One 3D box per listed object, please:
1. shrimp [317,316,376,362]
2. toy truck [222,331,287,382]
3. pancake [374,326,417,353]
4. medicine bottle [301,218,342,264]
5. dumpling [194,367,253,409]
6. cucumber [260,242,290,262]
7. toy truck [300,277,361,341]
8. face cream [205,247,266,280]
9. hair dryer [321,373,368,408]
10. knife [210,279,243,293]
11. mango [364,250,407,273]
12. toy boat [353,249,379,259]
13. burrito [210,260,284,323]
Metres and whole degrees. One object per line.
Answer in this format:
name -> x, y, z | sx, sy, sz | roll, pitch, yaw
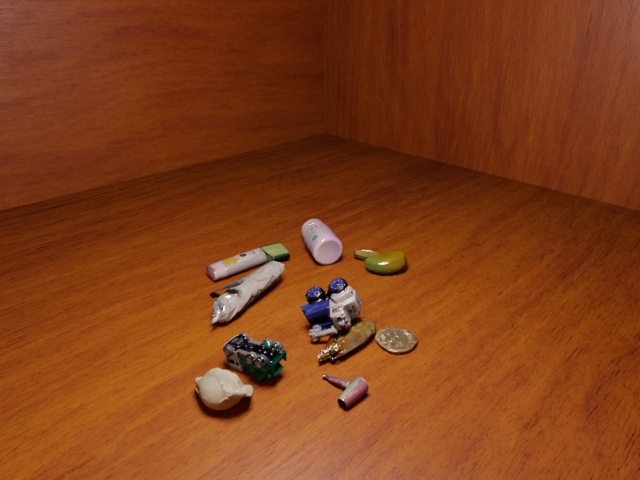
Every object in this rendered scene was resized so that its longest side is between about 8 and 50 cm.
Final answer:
shrimp -> 0.082, 0.352, 1.650 | 0.153, 0.062, 0.294 | 6, 22, 41
toy truck -> -0.215, 0.390, 1.517 | 0.215, 0.117, 0.110 | 7, 26, 31
pancake -> 0.272, 0.355, 1.668 | 0.151, 0.025, 0.152 | -1, 27, 1
medicine bottle -> 0.000, 0.000, 2.241 | 0.151, 0.152, 0.254 | -9, 29, -17
dumpling -> -0.291, 0.451, 1.417 | 0.155, 0.111, 0.181 | 17, 16, -45
cucumber -> -0.215, 0.066, 2.212 | 0.115, 0.062, 0.116 | -16, 38, -25
toy truck -> 0.043, 0.260, 1.684 | 0.213, 0.161, 0.177 | -21, 29, 11
face cream -> -0.384, 0.110, 2.119 | 0.269, 0.073, 0.107 | -20, 25, -31
hair dryer -> 0.064, 0.460, 1.455 | 0.106, 0.054, 0.154 | -27, 27, -35
knife -> -0.379, 0.186, 1.847 | 0.044, 0.019, 0.313 | -23, 1, -38
mango -> 0.297, 0.100, 2.102 | 0.194, 0.092, 0.130 | -2, 28, 7
toy boat -> 0.231, 0.075, 2.201 | 0.149, 0.049, 0.047 | 8, 58, 12
burrito -> -0.311, 0.211, 1.875 | 0.138, 0.101, 0.445 | -9, 19, 37
